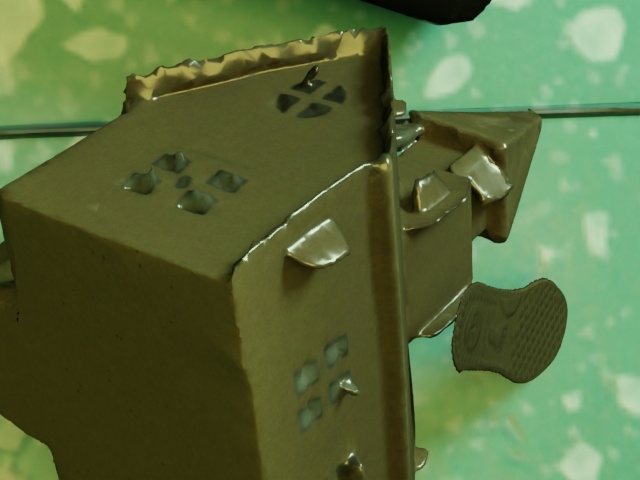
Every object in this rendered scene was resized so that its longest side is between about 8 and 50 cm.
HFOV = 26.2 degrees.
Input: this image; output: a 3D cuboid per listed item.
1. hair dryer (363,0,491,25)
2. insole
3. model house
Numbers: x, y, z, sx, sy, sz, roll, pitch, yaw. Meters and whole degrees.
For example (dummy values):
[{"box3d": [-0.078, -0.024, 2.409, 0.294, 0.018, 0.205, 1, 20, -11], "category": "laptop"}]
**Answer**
[{"box3d": [0.031, -0.224, 0.443, 0.189, 0.352, 0.107, 18, 52, -9], "category": "hair dryer"}, {"box3d": [0.077, 0.035, 0.543, 0.002, 0.135, 0.045, 10, 89, 27], "category": "insole"}, {"box3d": [0.000, 0.000, 0.533, 0.248, 0.176, 0.181, -35, 134, -39], "category": "model house"}]
